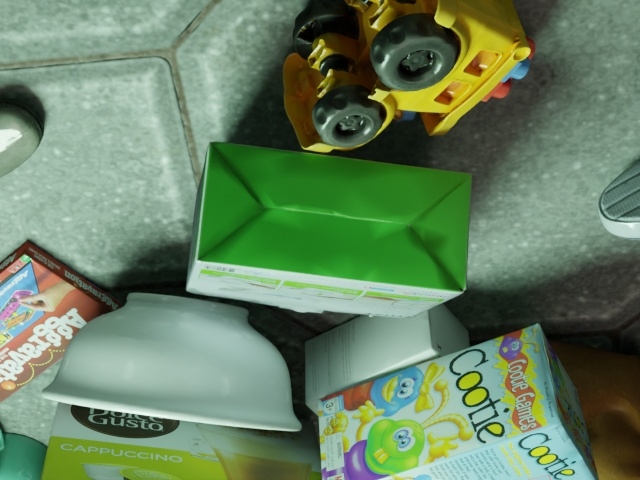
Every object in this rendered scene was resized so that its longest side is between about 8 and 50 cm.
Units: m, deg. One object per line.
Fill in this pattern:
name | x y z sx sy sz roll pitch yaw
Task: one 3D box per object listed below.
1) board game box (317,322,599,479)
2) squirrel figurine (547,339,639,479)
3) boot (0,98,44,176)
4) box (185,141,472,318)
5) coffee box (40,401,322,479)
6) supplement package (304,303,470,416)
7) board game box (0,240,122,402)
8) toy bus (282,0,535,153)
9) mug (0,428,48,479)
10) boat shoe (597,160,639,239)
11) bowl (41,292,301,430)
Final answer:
board game box | 0.152 0.228 1.443 0.275 0.142 0.144 -21 133 16
squirrel figurine | 0.374 0.315 1.512 0.397 0.370 0.281 -17 131 15
boot | -0.394 -0.036 1.321 0.246 0.161 0.083 -25 129 22
box | 0.000 0.000 1.312 0.262 0.127 0.231 7 170 -6
coffee box | -0.189 0.405 1.550 0.337 0.334 0.338 10 105 -9
supplement package | 0.082 0.153 1.541 0.179 0.105 0.105 -26 128 23
board game box | -0.389 0.116 1.556 0.281 0.027 0.145 -35 125 28
toy bus | 0.098 -0.173 1.229 0.211 0.149 0.220 15 135 -36
mug | -0.432 0.329 1.706 0.129 0.097 0.158 -31 126 26
boat shoe | 0.449 -0.054 1.352 0.302 0.109 0.094 -18 133 12
bowl | -0.161 0.135 1.463 0.298 0.134 0.298 7 174 1
